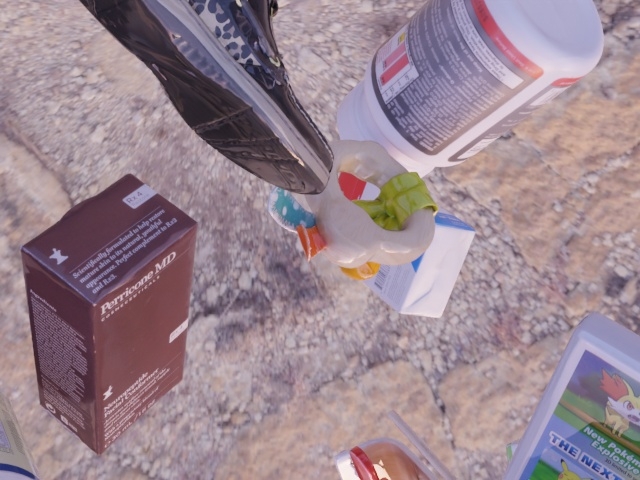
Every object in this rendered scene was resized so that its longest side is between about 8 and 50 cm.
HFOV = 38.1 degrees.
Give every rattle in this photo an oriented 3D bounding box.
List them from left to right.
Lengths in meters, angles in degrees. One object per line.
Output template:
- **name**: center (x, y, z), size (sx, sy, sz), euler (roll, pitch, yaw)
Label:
- **rattle**: center (0.000, 0.000, 0.778), size (0.142, 0.199, 0.130), euler (-28, 99, 39)

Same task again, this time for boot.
- **boot**: center (-0.035, -0.159, 0.577), size (0.236, 0.085, 0.179), euler (47, 64, -33)

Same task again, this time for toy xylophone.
- **toy xylophone**: center (0.131, 0.337, 1.092), size (0.081, 0.322, 0.236), euler (-33, 124, -16)

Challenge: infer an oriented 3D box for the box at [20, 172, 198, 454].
- **box**: center (-0.289, 0.112, 1.297), size (0.143, 0.191, 0.381), euler (34, 142, 19)

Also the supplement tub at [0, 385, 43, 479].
- **supplement tub**: center (-0.525, 0.321, 1.289), size (0.235, 0.325, 0.236), euler (-19, 130, -24)

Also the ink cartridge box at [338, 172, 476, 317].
- **ink cartridge box**: center (0.097, -0.007, 1.287), size (0.078, 0.231, 0.134), euler (8, 111, -35)

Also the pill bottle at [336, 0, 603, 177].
- **pill bottle**: center (0.191, -0.231, 1.294), size (0.210, 0.210, 0.363), euler (40, 138, -13)

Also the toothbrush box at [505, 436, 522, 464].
- **toothbrush box**: center (0.308, 0.314, 0.866), size (0.206, 0.122, 0.283), euler (-12, 81, 23)

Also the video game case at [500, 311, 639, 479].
- **video game case**: center (0.274, 0.246, 0.640), size (0.329, 0.036, 0.300), euler (33, 131, 23)
